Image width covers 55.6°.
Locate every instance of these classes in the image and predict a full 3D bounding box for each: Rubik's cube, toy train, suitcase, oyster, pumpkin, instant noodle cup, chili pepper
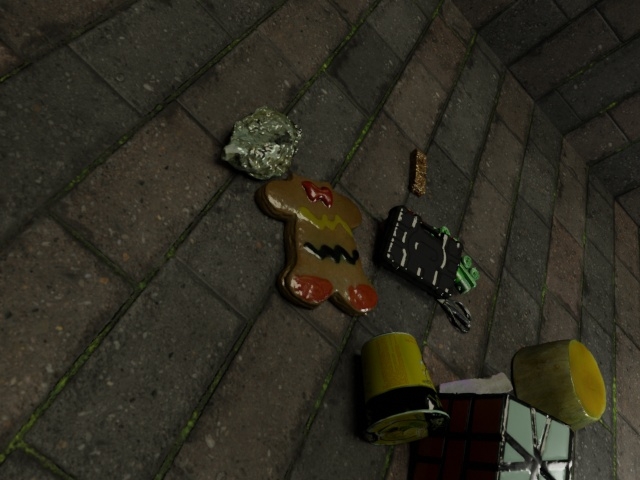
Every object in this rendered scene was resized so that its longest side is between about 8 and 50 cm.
[{"bbox_3d":[0.428,0.559,1.523,0.288,0.283,0.294,32,64,-27],"label":"Rubik's cube"},{"bbox_3d":[0.431,0.067,2.026,0.251,0.085,0.119,54,47,-1],"label":"toy train"},{"bbox_3d":[0.309,0.039,1.879,0.285,0.066,0.206,30,65,-22],"label":"suitcase"},{"bbox_3d":[-0.151,-0.261,1.641,0.198,0.112,0.268,39,47,-19],"label":"oyster"},{"bbox_3d":[0.823,0.490,2.054,0.332,0.199,0.332,20,55,-32],"label":"pumpkin"},{"bbox_3d":[0.193,0.369,1.529,0.215,0.215,0.236,20,44,-35],"label":"instant noodle cup"},{"bbox_3d":[0.226,-0.017,1.906,0.050,0.041,0.153,-32,89,-7],"label":"chili pepper"}]

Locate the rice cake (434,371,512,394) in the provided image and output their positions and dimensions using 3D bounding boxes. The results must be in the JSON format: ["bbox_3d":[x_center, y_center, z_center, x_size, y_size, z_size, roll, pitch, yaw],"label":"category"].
[{"bbox_3d":[0.450,0.448,1.814,0.399,0.064,0.070,4,56,-43],"label":"rice cake"}]

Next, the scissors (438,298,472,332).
[{"bbox_3d":[0.385,0.186,1.947,0.300,0.022,0.109,40,40,-17],"label":"scissors"}]

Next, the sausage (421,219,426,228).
[{"bbox_3d":[0.301,-0.059,2.009,0.158,0.042,0.036,6,24,-44],"label":"sausage"}]

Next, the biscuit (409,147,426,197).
[{"bbox_3d":[0.349,-0.243,2.169,0.064,0.034,0.199,32,48,-25],"label":"biscuit"}]

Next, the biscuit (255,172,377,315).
[{"bbox_3d":[0.000,0.000,1.651,0.368,0.076,0.394,14,57,-39],"label":"biscuit"}]
